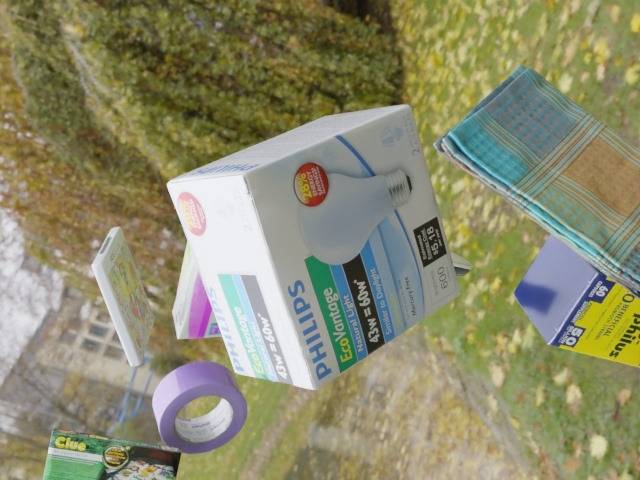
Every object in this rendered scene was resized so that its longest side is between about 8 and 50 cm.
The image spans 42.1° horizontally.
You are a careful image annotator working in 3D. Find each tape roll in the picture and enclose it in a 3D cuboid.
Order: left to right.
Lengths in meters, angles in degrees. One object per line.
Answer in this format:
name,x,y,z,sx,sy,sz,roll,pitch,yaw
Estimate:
tape roll,-0.255,0.354,1.760,0.080,0.189,0.189,56,131,54

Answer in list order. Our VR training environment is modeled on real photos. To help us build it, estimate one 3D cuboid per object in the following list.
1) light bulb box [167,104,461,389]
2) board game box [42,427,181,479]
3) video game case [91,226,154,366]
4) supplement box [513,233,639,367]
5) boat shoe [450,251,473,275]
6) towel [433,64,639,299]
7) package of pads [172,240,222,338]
light bulb box,0.000,0.000,1.379,0.225,0.361,0.358,0,112,51
board game box,-0.421,0.467,1.675,0.030,0.260,0.136,-145,68,-80
video game case,-0.393,0.109,1.677,0.206,0.026,0.227,-98,-6,-69
supplement box,0.644,0.134,1.815,0.194,0.357,0.195,-64,25,25
boat shoe,0.247,0.060,1.968,0.095,0.254,0.079,38,115,54
towel,0.383,-0.102,1.236,0.271,0.370,0.040,-42,-16,-36
package of pads,-0.165,0.080,1.693,0.296,0.229,0.101,110,150,-43
